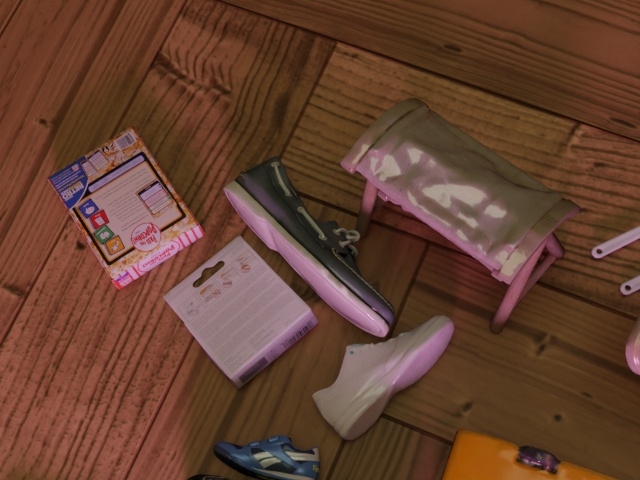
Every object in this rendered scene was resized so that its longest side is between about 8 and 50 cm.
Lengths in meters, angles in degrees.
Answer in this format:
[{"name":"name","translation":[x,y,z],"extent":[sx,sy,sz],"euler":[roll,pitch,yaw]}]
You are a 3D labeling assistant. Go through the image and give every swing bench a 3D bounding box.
[{"name":"swing bench","translation":[0.181,-0.041,1.418],"extent":[0.253,0.254,0.165],"euler":[37,77,17]}]

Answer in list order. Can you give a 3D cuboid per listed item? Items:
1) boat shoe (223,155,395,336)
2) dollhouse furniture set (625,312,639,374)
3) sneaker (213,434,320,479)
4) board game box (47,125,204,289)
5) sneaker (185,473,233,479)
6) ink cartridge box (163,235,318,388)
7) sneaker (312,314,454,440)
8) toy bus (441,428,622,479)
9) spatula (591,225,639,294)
[{"name":"boat shoe","translation":[0.000,0.000,1.493],"extent":[0.099,0.116,0.319],"euler":[-41,63,-13]},{"name":"dollhouse furniture set","translation":[0.562,0.239,1.197],"extent":[0.362,0.394,0.256],"euler":[9,62,53]},{"name":"sneaker","translation":[-0.067,0.281,1.433],"extent":[0.144,0.053,0.059],"euler":[15,69,4]},{"name":"board game box","translation":[-0.279,-0.049,1.578],"extent":[0.147,0.045,0.193],"euler":[-33,70,-7]},{"name":"sneaker","translation":[-0.027,0.366,1.361],"extent":[0.344,0.134,0.146],"euler":[15,35,25]},{"name":"ink cartridge box","translation":[-0.112,0.097,1.521],"extent":[0.145,0.045,0.179],"euler":[-40,53,-8]},{"name":"sneaker","translation":[0.079,0.159,1.454],"extent":[0.212,0.080,0.094],"euler":[-42,59,-9]},{"name":"toy bus","translation":[0.308,0.335,1.332],"extent":[0.333,0.130,0.108],"euler":[17,71,12]},{"name":"spatula","translation":[0.501,0.018,1.494],"extent":[0.242,0.019,0.168],"euler":[-26,75,-3]}]
